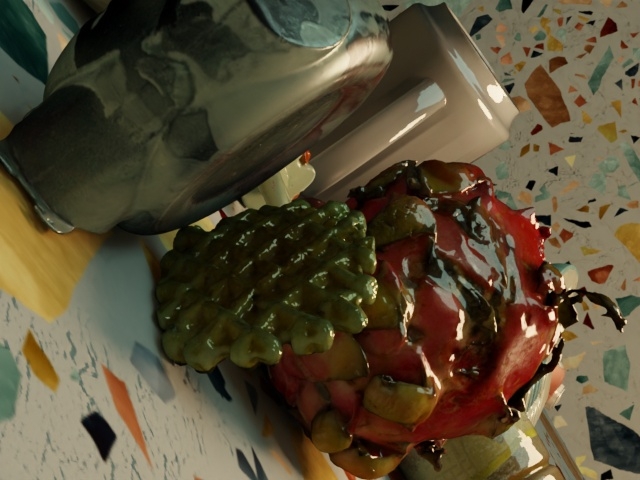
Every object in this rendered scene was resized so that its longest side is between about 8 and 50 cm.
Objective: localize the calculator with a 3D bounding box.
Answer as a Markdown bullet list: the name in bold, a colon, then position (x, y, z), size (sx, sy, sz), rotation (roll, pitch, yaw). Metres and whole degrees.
- **calculator**: position (0.275, 0.155, 1.393), size (0.054, 0.256, 0.386), rotation (15, 10, 15)

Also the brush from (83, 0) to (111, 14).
- **brush**: position (-0.140, -0.236, 1.125), size (0.166, 0.174, 0.267), rotation (51, 3, 15)

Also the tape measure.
- **tape measure**: position (-0.078, -0.120, 0.781), size (0.147, 0.256, 0.275), rotation (55, 15, 3)

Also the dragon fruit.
- **dragon fruit**: position (0.070, 0.076, 0.936), size (0.269, 0.250, 0.291), rotation (45, 41, 6)

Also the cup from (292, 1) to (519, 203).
- **cup**: position (0.093, -0.166, 1.518), size (0.236, 0.327, 0.323), rotation (56, 15, -4)

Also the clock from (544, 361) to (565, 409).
- **clock**: position (0.281, 0.191, 1.729), size (0.241, 0.142, 0.227), rotation (37, 6, 13)

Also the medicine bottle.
- **medicine bottle**: position (0.154, 0.218, 1.175), size (0.322, 0.151, 0.151), rotation (60, 10, 15)

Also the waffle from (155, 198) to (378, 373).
- **waffle**: position (-0.040, 0.027, 0.797), size (0.183, 0.169, 0.036), rotation (-99, 176, -53)

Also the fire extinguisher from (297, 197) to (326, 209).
- **fire extinguisher**: position (0.000, 0.000, 1.350), size (0.231, 0.071, 0.099), rotation (18, 62, -74)

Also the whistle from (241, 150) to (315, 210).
- **whistle**: position (-0.066, -0.097, 1.229), size (0.102, 0.106, 0.253), rotation (32, 23, -31)
